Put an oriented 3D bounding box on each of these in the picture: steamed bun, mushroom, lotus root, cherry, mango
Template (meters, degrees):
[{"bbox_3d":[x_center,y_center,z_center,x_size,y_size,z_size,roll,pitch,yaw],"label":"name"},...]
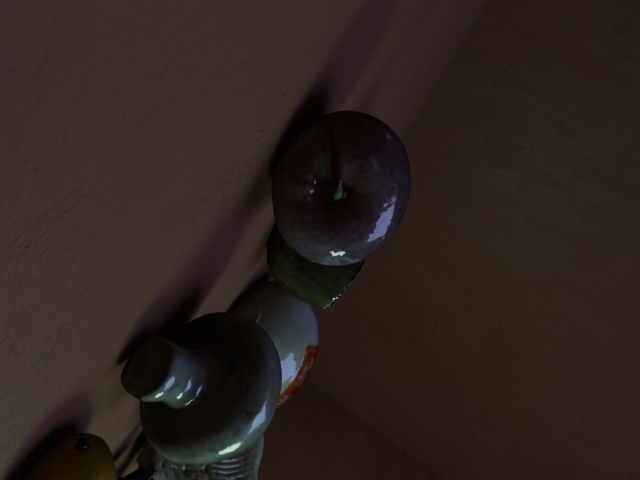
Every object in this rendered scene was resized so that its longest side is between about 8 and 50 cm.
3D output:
[{"bbox_3d":[-0.300,0.556,1.221,0.206,0.320,0.275,-50,-145,28],"label":"steamed bun"},{"bbox_3d":[-0.190,0.209,0.761,0.243,0.244,0.243,-55,174,-9],"label":"mushroom"},{"bbox_3d":[0.000,0.000,1.088,0.272,0.192,0.272,-62,-178,3],"label":"lotus root"},{"bbox_3d":[0.032,-0.078,0.780,0.236,0.213,0.285,-47,-176,2],"label":"cherry"},{"bbox_3d":[-0.333,0.343,0.661,0.227,0.110,0.147,118,-15,-44],"label":"mango"},{"bbox_3d":[-0.142,0.292,1.287,0.374,0.241,0.374,-55,177,-4],"label":"steamed bun"}]

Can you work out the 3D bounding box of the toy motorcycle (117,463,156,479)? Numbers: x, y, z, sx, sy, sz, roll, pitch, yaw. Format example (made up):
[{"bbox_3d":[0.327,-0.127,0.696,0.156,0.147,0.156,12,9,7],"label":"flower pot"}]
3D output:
[{"bbox_3d":[-0.444,0.555,0.915,0.212,0.125,0.358,-48,174,16],"label":"toy motorcycle"}]

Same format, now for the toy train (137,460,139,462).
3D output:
[{"bbox_3d":[-0.411,0.557,1.322,0.099,0.081,0.149,-56,174,16],"label":"toy train"}]
